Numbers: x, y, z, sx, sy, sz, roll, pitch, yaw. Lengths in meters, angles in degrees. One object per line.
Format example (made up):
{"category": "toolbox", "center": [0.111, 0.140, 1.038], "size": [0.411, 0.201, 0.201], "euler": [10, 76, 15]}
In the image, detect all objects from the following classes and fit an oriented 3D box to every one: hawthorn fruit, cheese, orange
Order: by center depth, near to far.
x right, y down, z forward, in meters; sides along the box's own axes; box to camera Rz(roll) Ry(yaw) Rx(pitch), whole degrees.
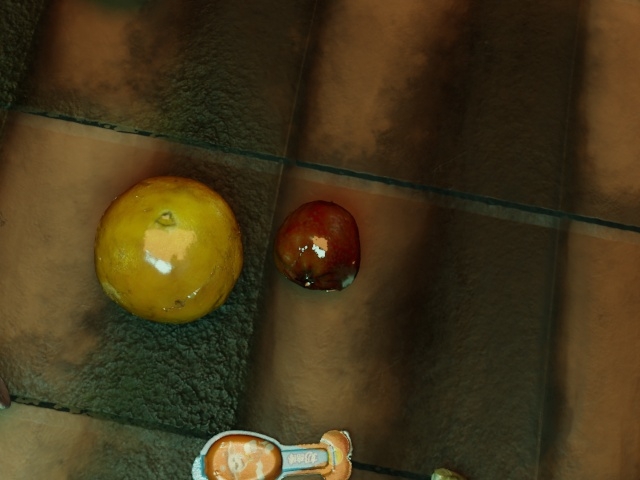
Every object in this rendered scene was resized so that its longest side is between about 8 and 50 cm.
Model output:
{"category": "cheese", "center": [-0.074, 0.346, 1.604], "size": [0.256, 0.037, 0.106], "euler": [-4, 71, -5]}
{"category": "orange", "center": [-0.239, 0.016, 1.623], "size": [0.240, 0.240, 0.240], "euler": [2, 69, -4]}
{"category": "hawthorn fruit", "center": [0.000, 0.000, 1.691], "size": [0.148, 0.148, 0.172], "euler": [16, 62, 2]}

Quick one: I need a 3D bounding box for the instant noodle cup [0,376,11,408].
{"category": "instant noodle cup", "center": [-0.624, 0.219, 1.512], "size": [0.231, 0.243, 0.243], "euler": [-37, 76, -10]}

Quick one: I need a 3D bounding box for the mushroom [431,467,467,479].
{"category": "mushroom", "center": [0.186, 0.463, 1.555], "size": [0.116, 0.093, 0.225], "euler": [22, 51, -44]}
